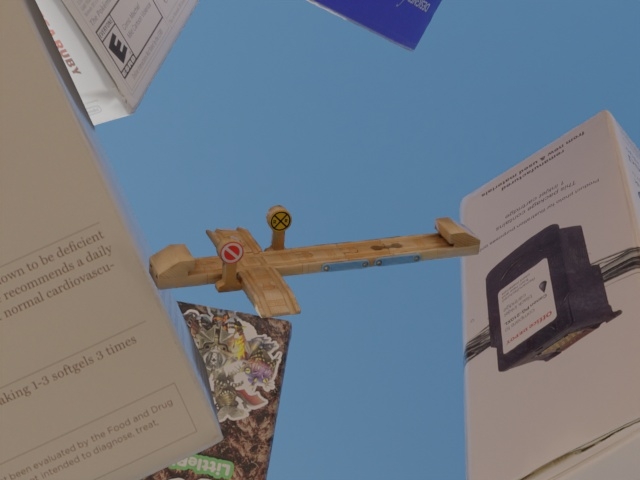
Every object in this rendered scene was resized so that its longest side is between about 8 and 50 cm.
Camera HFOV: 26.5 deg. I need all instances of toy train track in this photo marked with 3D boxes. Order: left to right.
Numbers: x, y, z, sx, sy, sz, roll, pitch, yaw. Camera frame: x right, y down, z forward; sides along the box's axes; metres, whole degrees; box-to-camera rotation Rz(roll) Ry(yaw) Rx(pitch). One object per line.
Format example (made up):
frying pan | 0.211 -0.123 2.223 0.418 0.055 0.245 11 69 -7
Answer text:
toy train track | 0.000 0.000 0.332 0.083 0.014 0.048 -5 -154 -20

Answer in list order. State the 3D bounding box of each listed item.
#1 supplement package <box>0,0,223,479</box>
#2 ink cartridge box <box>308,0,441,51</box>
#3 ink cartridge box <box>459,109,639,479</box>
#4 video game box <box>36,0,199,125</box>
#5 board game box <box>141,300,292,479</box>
supplement package | -0.113 -0.010 0.400 0.105 0.179 0.105 -24 -171 -4
ink cartridge box | 0.064 -0.187 0.600 0.045 0.206 0.208 31 -79 24
ink cartridge box | 0.151 0.077 0.629 0.100 0.172 0.237 -33 -156 23
video game box | -0.117 -0.183 0.633 0.048 0.187 0.205 -11 -145 25
board game box | -0.115 0.208 0.790 0.141 0.232 0.291 10 -117 -2
